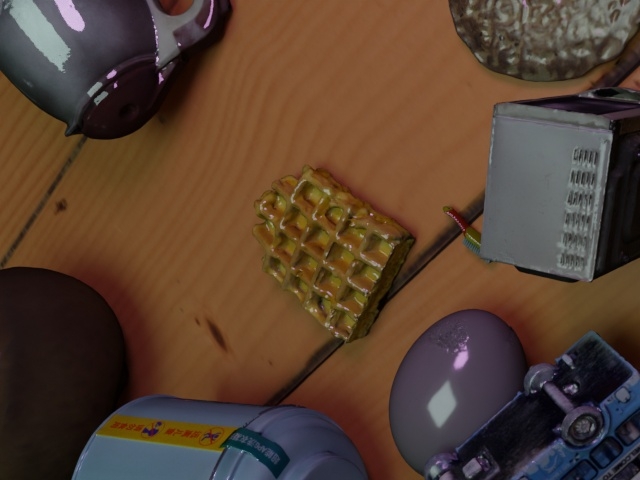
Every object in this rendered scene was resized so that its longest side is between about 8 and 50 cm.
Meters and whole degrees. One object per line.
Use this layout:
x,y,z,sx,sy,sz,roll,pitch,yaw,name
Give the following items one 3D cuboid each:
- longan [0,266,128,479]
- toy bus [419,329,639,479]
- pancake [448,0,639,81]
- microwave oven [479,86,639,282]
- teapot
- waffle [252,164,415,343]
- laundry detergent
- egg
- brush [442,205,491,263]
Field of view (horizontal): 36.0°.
-0.440,0.217,1.437,0.360,0.361,0.361,9,105,36,longan
0.204,0.236,0.973,0.297,0.131,0.106,-42,26,4,toy bus
0.226,-0.267,0.997,0.235,0.029,0.212,25,115,31,pancake
0.253,-0.056,0.908,0.129,0.205,0.163,12,108,36,microwave oven
-0.289,-0.302,1.292,0.315,0.233,0.312,-38,82,8,teapot
0.000,0.000,1.211,0.211,0.055,0.161,40,122,26,waffle
-0.107,0.340,1.216,0.305,0.287,0.287,-3,98,39,laundry detergent
0.151,0.169,1.070,0.146,0.146,0.199,30,107,29,egg
0.165,-0.007,1.104,0.083,0.018,0.021,45,132,20,brush
